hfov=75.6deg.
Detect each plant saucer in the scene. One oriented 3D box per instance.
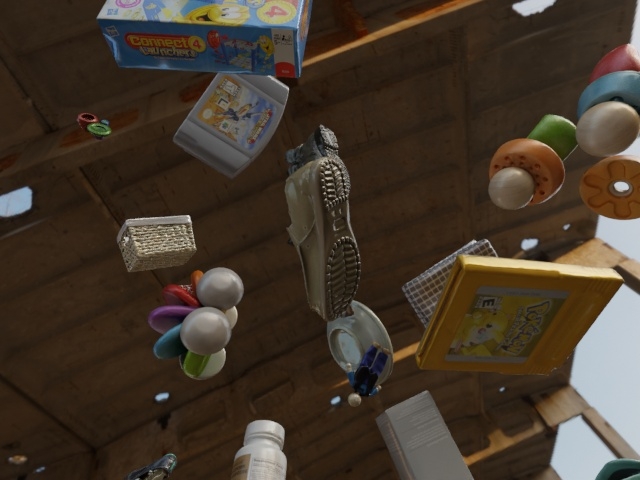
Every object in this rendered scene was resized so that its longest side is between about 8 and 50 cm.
[{"bbox_3d":[0.141,0.468,1.835,0.100,0.400,0.401,-17,-50,-37],"label":"plant saucer"}]

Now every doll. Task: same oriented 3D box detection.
[{"bbox_3d":[0.132,0.393,1.208,0.129,0.046,0.189,33,-108,-9],"label":"doll"}]

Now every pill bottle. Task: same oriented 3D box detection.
[{"bbox_3d":[-0.149,0.567,0.994,0.131,0.229,0.131,1,-53,2],"label":"pill bottle"}]

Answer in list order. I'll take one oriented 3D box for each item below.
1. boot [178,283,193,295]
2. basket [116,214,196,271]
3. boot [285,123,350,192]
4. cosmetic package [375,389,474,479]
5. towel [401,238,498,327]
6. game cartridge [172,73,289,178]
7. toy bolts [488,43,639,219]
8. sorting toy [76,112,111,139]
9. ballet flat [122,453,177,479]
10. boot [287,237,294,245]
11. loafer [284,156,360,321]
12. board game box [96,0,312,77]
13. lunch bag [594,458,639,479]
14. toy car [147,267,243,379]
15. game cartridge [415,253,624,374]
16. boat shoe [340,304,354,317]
[{"bbox_3d":[-0.470,0.184,1.621,0.176,0.089,0.244,14,-40,-33],"label":"boot"},{"bbox_3d":[-0.417,0.009,1.062,0.167,0.103,0.113,-9,-20,-41],"label":"basket"},{"bbox_3d":[-0.015,-0.178,1.118,0.083,0.247,0.161,18,-40,-43],"label":"boot"},{"bbox_3d":[0.199,0.414,0.750,0.107,0.238,0.127,-21,-25,-15],"label":"cosmetic package"},{"bbox_3d":[0.405,0.152,1.153,0.283,0.235,0.121,-31,-12,-3],"label":"towel"},{"bbox_3d":[-0.212,-0.319,1.063,0.198,0.062,0.297,30,-105,-5],"label":"game cartridge"},{"bbox_3d":[0.354,-0.100,0.534,0.158,0.218,0.229,-43,-17,-30],"label":"toy bolts"},{"bbox_3d":[-0.553,-0.272,1.014,0.061,0.102,0.042,-25,-31,-48],"label":"sorting toy"},{"bbox_3d":[-0.515,0.705,1.216,0.203,0.074,0.074,-32,-53,6],"label":"ballet flat"},{"bbox_3d":[-0.069,-0.022,1.428,0.099,0.045,0.121,-64,-13,-3],"label":"boot"},{"bbox_3d":[0.000,0.000,0.681,0.101,0.092,0.269,-16,-74,-48],"label":"loafer"},{"bbox_3d":[-0.169,-0.423,0.708,0.301,0.309,0.086,4,-29,2],"label":"board game box"},{"bbox_3d":[0.351,0.379,0.461,0.262,0.160,0.224,-17,-56,-20],"label":"lunch bag"},{"bbox_3d":[-0.210,0.130,0.683,0.136,0.182,0.159,16,-40,-7],"label":"toy car"},{"bbox_3d":[0.384,0.164,0.829,0.323,0.053,0.286,6,-56,-7],"label":"game cartridge"},{"bbox_3d":[0.106,0.239,1.760,0.066,0.183,0.066,-3,-25,-8],"label":"boat shoe"}]
